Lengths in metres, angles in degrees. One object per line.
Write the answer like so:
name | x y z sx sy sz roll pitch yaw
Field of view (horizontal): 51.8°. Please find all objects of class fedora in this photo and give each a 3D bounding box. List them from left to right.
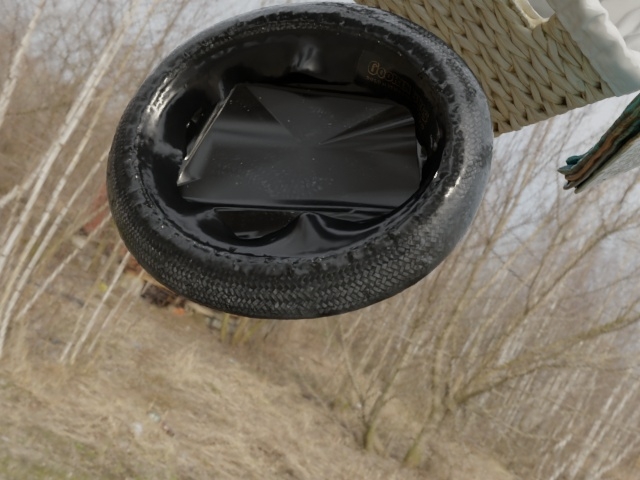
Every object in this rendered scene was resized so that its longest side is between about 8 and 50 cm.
fedora | -0.015 -0.056 0.595 0.334 0.334 0.152 26 -16 25

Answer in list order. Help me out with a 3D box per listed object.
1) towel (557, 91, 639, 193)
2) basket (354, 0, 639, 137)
towel | 0.371 -0.158 0.528 0.370 0.271 0.040 87 -21 -76
basket | 0.255 -0.344 0.816 0.328 0.331 0.266 48 -33 -13
